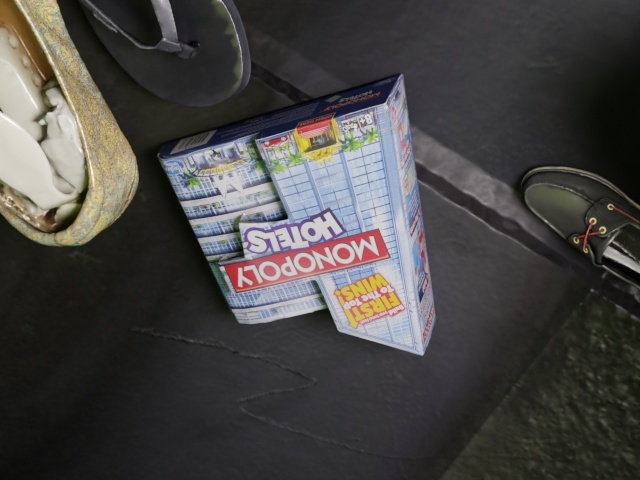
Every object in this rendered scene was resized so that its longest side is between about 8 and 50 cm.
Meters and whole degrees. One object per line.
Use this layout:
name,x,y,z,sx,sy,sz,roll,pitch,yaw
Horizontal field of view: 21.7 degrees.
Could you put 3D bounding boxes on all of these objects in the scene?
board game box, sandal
board game box,0.000,0.000,1.206,0.194,0.060,0.194,-15,112,22
sandal,-0.144,-0.192,1.144,0.097,0.054,0.254,-28,107,27

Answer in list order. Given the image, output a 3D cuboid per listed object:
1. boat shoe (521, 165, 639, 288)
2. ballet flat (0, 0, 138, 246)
boat shoe,0.198,-0.008,1.157,0.133,0.042,0.049,30,124,0
ballet flat,-0.241,-0.146,1.163,0.123,0.123,0.348,-19,111,24
